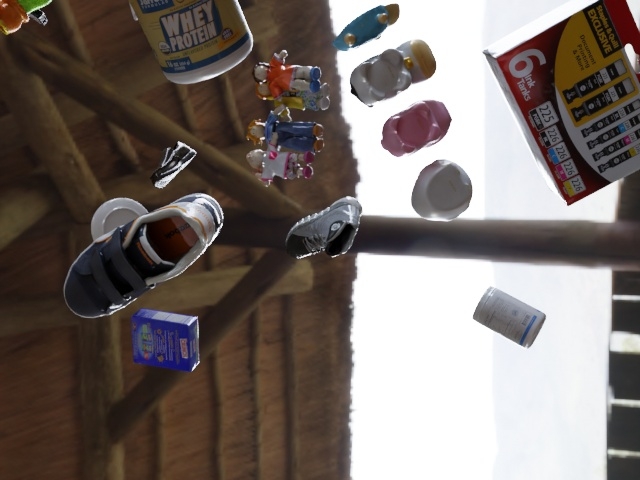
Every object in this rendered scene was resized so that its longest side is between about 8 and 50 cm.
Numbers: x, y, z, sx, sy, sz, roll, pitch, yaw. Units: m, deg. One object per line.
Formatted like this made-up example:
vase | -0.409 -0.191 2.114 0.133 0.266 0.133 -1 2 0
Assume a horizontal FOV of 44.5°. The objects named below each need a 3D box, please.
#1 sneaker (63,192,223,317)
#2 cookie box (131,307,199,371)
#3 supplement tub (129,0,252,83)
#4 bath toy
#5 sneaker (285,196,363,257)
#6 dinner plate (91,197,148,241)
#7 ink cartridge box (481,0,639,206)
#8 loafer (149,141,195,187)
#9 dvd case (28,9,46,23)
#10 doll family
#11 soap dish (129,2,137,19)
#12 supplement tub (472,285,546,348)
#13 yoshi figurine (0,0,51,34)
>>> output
sneaker | -0.314 0.031 1.311 0.126 0.321 0.127 53 -170 -9
cookie box | -0.264 0.170 1.332 0.040 0.107 0.092 -52 -33 -65
supplement tub | -0.195 -0.342 1.119 0.144 0.144 0.200 -70 -35 -50
bath toy | 0.143 -0.196 1.251 0.348 0.151 0.129 65 171 -4
sneaker | 0.000 0.000 1.806 0.086 0.228 0.132 38 -147 -27
dinner plate | -0.449 -0.027 1.780 0.017 0.141 0.141 171 102 -64
ink cartridge box | 0.487 -0.268 1.408 0.309 0.272 0.130 58 -170 -17
loafer | -0.454 -0.228 2.328 0.078 0.080 0.220 43 -148 -7
dvd case | -0.740 -0.584 1.869 0.022 0.180 0.253 -54 20 -1
doll family | -0.071 -0.240 1.551 0.118 0.163 0.263 -19 -63 -63
soap dish | -0.410 -0.697 1.972 0.291 0.118 0.229 -10 93 64
supplement tub | 0.320 0.130 1.326 0.071 0.107 0.071 -47 -26 -31
yoshi figurine | -0.520 -0.574 1.485 0.203 0.362 0.203 51 170 -12
